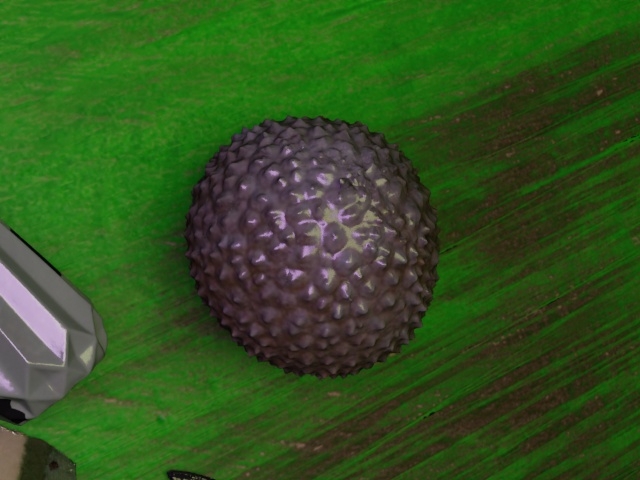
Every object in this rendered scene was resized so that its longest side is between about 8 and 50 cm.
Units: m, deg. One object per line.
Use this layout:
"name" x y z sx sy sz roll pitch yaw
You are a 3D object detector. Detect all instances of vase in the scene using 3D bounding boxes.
"vase" -0.373 0.013 1.319 0.165 0.165 0.360 -43 100 -23

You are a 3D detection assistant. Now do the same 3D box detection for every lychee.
"lychee" 0.003 0.000 1.440 0.300 0.300 0.300 2 85 -27

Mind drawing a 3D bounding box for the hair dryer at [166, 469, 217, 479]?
"hair dryer" -0.092 0.332 1.490 0.219 0.075 0.195 38 80 -9

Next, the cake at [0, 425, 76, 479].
"cake" -0.360 0.343 1.350 0.158 0.172 0.284 31 40 -28
